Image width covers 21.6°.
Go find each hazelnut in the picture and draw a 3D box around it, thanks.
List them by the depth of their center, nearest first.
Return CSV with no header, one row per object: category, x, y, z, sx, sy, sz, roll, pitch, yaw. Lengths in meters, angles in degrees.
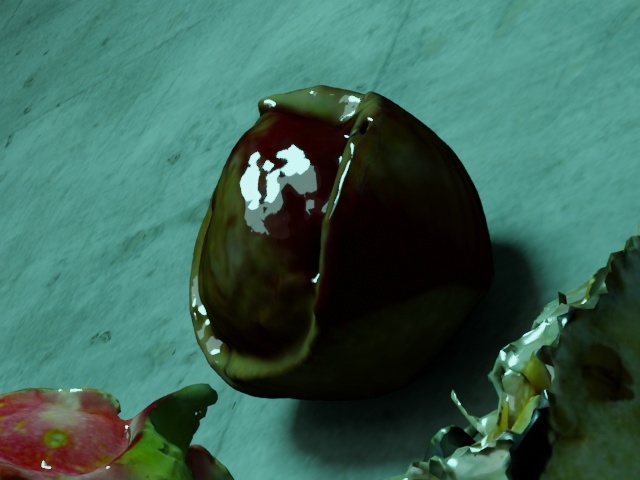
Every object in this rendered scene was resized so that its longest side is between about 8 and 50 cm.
hazelnut,-0.001,0.007,0.922,0.201,0.160,0.170,-18,38,38

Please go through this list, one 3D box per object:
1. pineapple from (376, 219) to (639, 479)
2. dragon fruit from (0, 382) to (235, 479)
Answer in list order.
pineapple,0.084,0.136,0.546,0.271,0.262,0.262,-33,25,55
dragon fruit,-0.148,0.190,0.810,0.231,0.237,0.302,-3,7,-7
